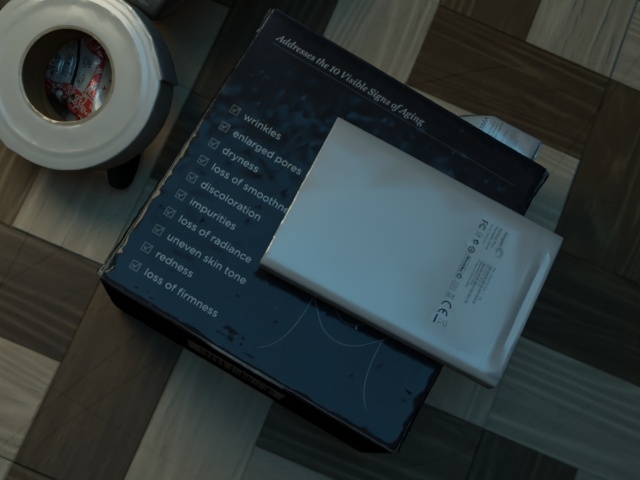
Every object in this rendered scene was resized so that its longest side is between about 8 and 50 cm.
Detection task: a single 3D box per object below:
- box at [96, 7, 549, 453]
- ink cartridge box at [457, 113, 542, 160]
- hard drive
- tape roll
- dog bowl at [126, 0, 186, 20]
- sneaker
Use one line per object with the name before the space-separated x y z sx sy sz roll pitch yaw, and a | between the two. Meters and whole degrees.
box | 0.000 0.000 1.529 0.480 0.297 0.472 31 77 0
ink cartridge box | 0.224 -0.165 1.646 0.232 0.189 0.066 33 75 2
hard drive | 0.125 0.016 1.371 0.353 0.047 0.233 28 76 -2
tape roll | -0.370 -0.247 1.541 0.286 0.100 0.286 0 92 6
dog bowl | -0.191 -0.489 1.606 0.102 0.349 0.349 46 76 -9
sneaker | -0.377 -0.217 1.651 0.145 0.090 0.270 -1 92 15
